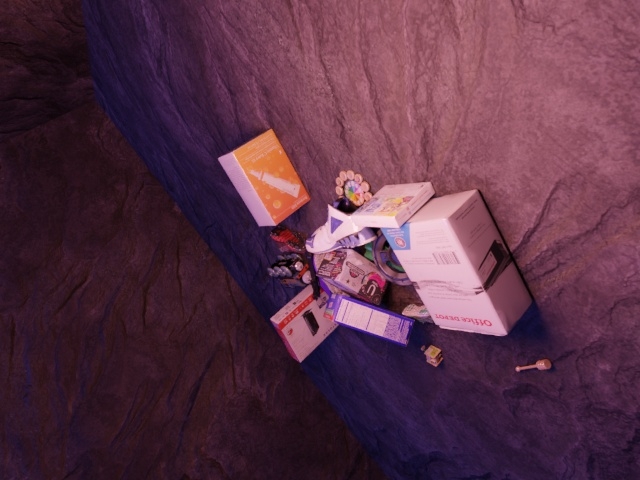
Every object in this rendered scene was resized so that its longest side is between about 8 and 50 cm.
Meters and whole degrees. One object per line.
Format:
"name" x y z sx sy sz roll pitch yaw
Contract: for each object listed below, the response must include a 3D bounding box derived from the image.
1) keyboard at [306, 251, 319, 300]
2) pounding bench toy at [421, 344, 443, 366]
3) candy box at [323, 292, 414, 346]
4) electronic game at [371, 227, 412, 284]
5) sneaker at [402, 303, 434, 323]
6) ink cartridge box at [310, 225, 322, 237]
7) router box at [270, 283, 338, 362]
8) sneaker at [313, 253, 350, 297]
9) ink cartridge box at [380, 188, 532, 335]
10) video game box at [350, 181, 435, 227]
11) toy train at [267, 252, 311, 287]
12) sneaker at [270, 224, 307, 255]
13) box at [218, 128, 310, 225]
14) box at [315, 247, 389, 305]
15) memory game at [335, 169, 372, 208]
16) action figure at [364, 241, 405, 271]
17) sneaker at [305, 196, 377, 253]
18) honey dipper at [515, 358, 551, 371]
"keyboard" -0.036 0.174 2.159 0.033 0.202 0.317 -5 135 6
"pounding bench toy" 0.477 0.494 1.871 0.083 0.052 0.065 21 141 46
"candy box" 0.189 0.322 1.800 0.316 0.122 0.268 20 173 -5
"electronic game" 0.281 0.048 1.537 0.229 0.048 0.230 13 110 38
"sneaker" 0.397 0.303 1.747 0.076 0.065 0.166 54 156 -15
"ink cartridge box" 0.000 0.000 1.996 0.089 0.052 0.122 49 153 4
"router box" -0.071 0.436 2.354 0.082 0.335 0.301 16 139 49
"sneaker" 0.022 0.178 2.134 0.146 0.102 0.294 5 129 57
"ink cartridge box" 0.406 0.072 1.311 0.395 0.166 0.285 59 154 -13
"video game box" 0.221 -0.111 1.348 0.205 0.187 0.048 6 129 56
"toy train" -0.160 0.175 2.400 0.190 0.142 0.333 46 154 -18
"sneaker" -0.147 0.020 2.206 0.276 0.097 0.135 24 143 47
"box" -0.237 -0.262 1.851 0.168 0.215 0.346 2 126 57
"box" 0.136 0.144 1.756 0.247 0.142 0.163 32 166 -33
"memory game" 0.121 -0.170 1.592 0.186 0.012 0.186 31 136 36
"action figure" 0.271 0.060 1.630 0.232 0.063 0.137 27 143 36
"sneaker" 0.067 -0.063 1.628 0.315 0.127 0.183 -13 95 48
"honey dipper" 0.704 0.423 1.445 0.030 0.030 0.161 46 155 9
